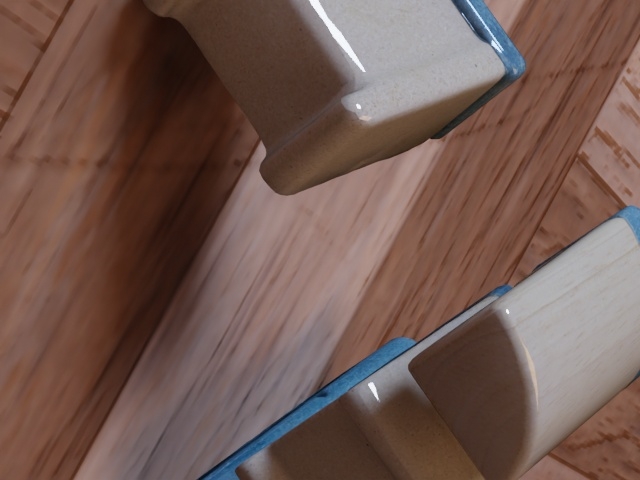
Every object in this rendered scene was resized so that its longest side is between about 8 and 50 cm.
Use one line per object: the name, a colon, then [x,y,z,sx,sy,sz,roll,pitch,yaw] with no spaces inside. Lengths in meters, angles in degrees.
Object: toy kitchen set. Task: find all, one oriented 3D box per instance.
toy kitchen set: [0.000,0.000,0.566,0.122,0.166,0.207,-32,176,-43]
